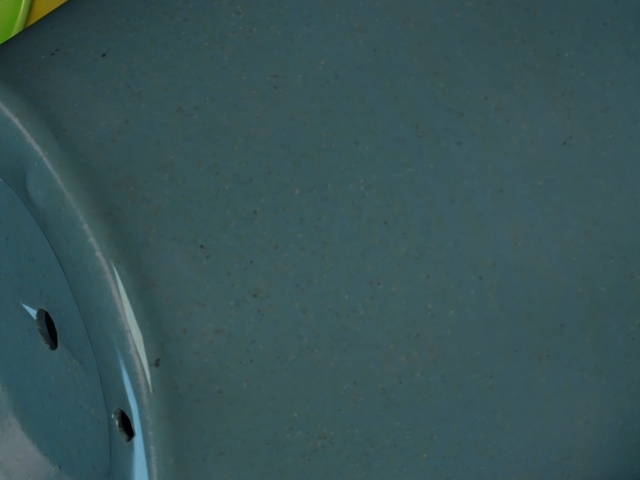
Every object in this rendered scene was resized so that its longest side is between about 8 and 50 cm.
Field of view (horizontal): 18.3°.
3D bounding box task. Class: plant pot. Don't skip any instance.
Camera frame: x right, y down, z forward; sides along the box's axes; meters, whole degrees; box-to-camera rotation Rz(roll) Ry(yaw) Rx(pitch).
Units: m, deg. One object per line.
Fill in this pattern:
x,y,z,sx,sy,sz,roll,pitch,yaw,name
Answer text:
0.000,0.000,0.694,0.255,0.272,0.271,-20,103,-31,plant pot

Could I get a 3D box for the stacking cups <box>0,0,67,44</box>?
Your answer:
-0.216,-0.126,0.807,0.316,0.096,0.096,10,107,-35,stacking cups
